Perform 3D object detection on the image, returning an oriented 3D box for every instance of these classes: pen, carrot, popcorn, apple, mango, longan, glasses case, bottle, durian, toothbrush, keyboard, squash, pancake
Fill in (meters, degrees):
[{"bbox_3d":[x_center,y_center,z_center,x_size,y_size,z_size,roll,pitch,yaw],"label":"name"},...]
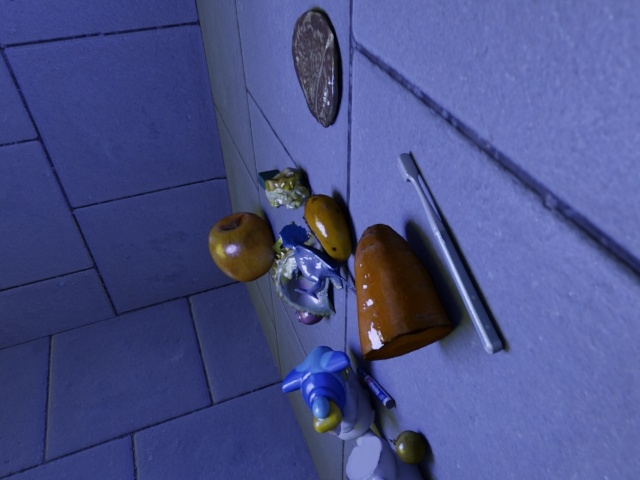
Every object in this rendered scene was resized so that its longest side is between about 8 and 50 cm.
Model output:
[{"bbox_3d":[0.139,0.381,1.290,0.204,0.025,0.025,-149,46,-69],"label":"pen"},{"bbox_3d":[0.116,0.080,0.850,0.159,0.158,0.225,112,142,-66],"label":"carrot"},{"bbox_3d":[-0.099,-0.147,1.460,0.145,0.125,0.126,-118,8,-69],"label":"popcorn"},{"bbox_3d":[-0.345,0.031,2.199,0.299,0.298,0.275,53,171,54],"label":"apple"},{"bbox_3d":[0.021,-0.035,1.197,0.115,0.089,0.178,76,170,-67],"label":"mango"},{"bbox_3d":[0.189,0.451,1.078,0.075,0.083,0.075,11,-90,-76],"label":"longan"},{"bbox_3d":[-0.160,-0.198,1.703,0.184,0.077,0.040,-131,33,-58],"label":"glasses case"},{"bbox_3d":[-0.058,0.166,1.630,0.110,0.109,0.234,105,147,-61],"label":"bottle"},{"bbox_3d":[-0.046,0.094,1.464,0.166,0.172,0.307,27,127,37],"label":"durian"},{"bbox_3d":[0.191,0.009,0.754,0.030,0.025,0.343,93,158,-65],"label":"toothbrush"},{"bbox_3d":[0.000,0.000,1.318,0.166,0.017,0.055,55,178,-37],"label":"keyboard"},{"bbox_3d":[-0.125,0.039,1.796,0.192,0.085,0.184,132,123,-74],"label":"squash"},{"bbox_3d":[-0.012,-0.381,1.090,0.250,0.031,0.250,164,90,-74],"label":"pancake"}]

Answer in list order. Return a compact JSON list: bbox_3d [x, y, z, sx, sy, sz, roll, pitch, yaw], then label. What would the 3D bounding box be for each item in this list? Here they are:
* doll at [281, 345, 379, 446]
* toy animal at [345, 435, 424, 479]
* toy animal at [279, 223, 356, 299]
[{"bbox_3d":[0.047,0.415,1.345,0.376,0.187,0.366,36,171,42],"label":"doll"},{"bbox_3d":[0.160,0.545,1.103,0.193,0.127,0.178,43,180,-5],"label":"toy animal"},{"bbox_3d":[-0.008,0.061,1.282,0.239,0.255,0.177,52,-125,-77],"label":"toy animal"}]
